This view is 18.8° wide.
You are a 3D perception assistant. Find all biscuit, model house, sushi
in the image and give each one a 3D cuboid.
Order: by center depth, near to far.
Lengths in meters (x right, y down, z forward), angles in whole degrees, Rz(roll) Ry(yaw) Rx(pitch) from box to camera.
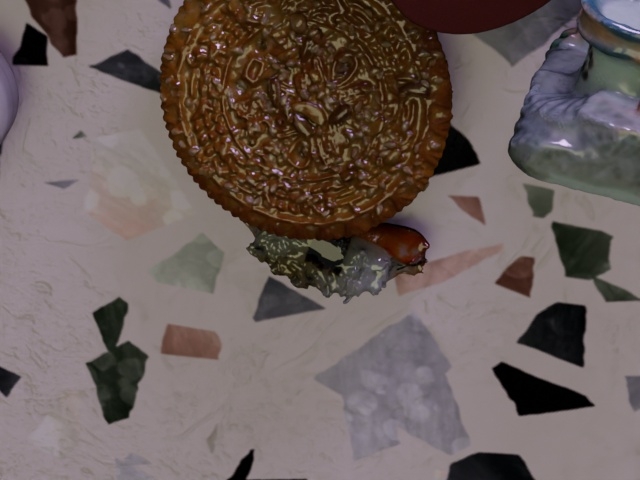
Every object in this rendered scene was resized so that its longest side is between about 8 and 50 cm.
[{"bbox_3d":[0.310,-0.228,1.717,0.194,0.267,0.325,17,124,8],"label":"model house"},{"bbox_3d":[-0.017,-0.143,1.911,0.305,0.038,0.305,4,109,12],"label":"biscuit"},{"bbox_3d":[-0.001,0.003,2.025,0.226,0.103,0.097,23,138,1],"label":"sushi"}]

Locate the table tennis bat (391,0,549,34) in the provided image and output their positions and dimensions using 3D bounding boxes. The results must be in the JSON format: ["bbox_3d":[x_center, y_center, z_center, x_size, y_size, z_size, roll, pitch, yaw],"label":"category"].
[{"bbox_3d":[0.180,-0.300,1.695,0.200,0.038,0.310,21,123,-35],"label":"table tennis bat"}]

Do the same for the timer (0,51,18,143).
[{"bbox_3d":[-0.452,-0.142,2.046,0.237,0.087,0.262,32,121,-6],"label":"timer"}]
